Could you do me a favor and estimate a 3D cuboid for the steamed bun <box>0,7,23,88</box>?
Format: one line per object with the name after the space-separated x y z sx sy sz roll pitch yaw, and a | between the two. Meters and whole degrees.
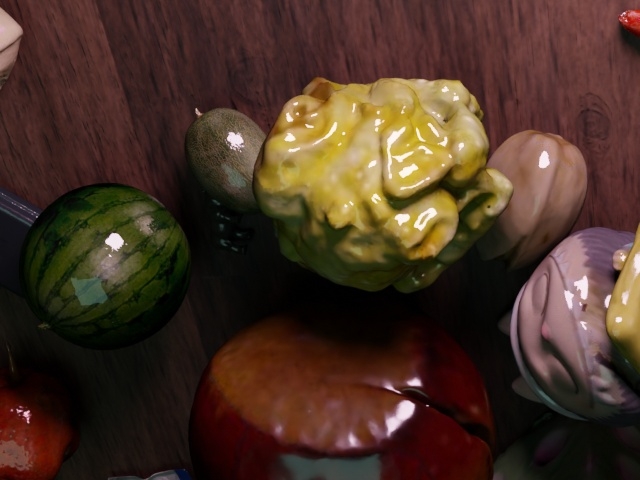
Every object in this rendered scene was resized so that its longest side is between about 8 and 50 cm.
-0.539 -0.269 1.355 0.225 0.170 0.200 40 126 -11 | steamed bun

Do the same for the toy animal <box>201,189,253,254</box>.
-0.139 -0.043 1.474 0.065 0.047 0.135 9 129 17 | toy animal

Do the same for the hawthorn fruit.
-0.504 0.284 1.691 0.207 0.207 0.243 1 103 13 | hawthorn fruit

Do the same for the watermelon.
-0.306 0.038 1.450 0.242 0.242 0.242 6 123 10 | watermelon

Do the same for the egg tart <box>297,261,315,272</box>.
0.000 0.000 1.467 0.129 0.049 0.128 6 121 10 | egg tart

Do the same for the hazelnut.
0.029 0.262 1.446 0.429 0.402 0.402 -10 119 6 | hazelnut

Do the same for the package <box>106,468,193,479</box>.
-0.285 0.485 1.851 0.173 0.027 0.171 -11 118 23 | package

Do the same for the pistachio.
0.268 -0.046 1.324 0.138 0.153 0.238 26 151 8 | pistachio

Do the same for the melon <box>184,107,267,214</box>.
-0.121 -0.112 1.382 0.114 0.114 0.167 -35 96 29 | melon

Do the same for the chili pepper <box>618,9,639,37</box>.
0.486 -0.217 1.211 0.272 0.063 0.071 28 111 -2 | chili pepper

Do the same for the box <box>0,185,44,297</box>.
-0.520 -0.020 1.576 0.230 0.050 0.160 30 124 -6 | box

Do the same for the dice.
0.413 0.470 1.500 0.318 0.322 0.330 38 121 -11 | dice

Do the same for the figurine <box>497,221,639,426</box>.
0.369 0.067 1.343 0.378 0.361 0.266 -6 124 55 | figurine

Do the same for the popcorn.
0.081 -0.079 1.261 0.312 0.312 0.312 6 123 10 | popcorn
